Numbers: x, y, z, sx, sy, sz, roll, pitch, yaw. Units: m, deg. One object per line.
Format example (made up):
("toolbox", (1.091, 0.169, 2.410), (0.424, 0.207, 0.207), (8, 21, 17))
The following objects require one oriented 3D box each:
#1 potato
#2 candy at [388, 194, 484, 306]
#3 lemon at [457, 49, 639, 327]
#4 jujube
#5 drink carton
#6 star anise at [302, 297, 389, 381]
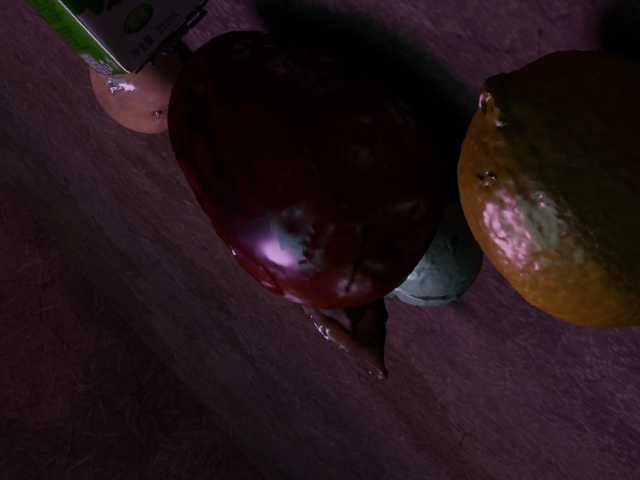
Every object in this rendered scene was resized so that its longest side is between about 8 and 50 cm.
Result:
("potato", (-0.207, -0.191, 1.969), (0.147, 0.112, 0.112), (46, 164, -23))
("candy", (0.099, 0.033, 1.857), (0.119, 0.119, 0.440), (41, 171, 4))
("lemon", (0.200, -0.035, 1.236), (0.257, 0.188, 0.188), (47, 164, -29))
("jujube", (-0.020, -0.076, 1.619), (0.318, 0.223, 0.223), (45, 170, 41))
("drink carton", (-0.235, -0.295, 1.643), (0.271, 0.161, 0.108), (47, 164, -16))
("star anise", (-0.002, 0.001, 1.932), (0.349, 0.109, 0.292), (61, 167, -7))
